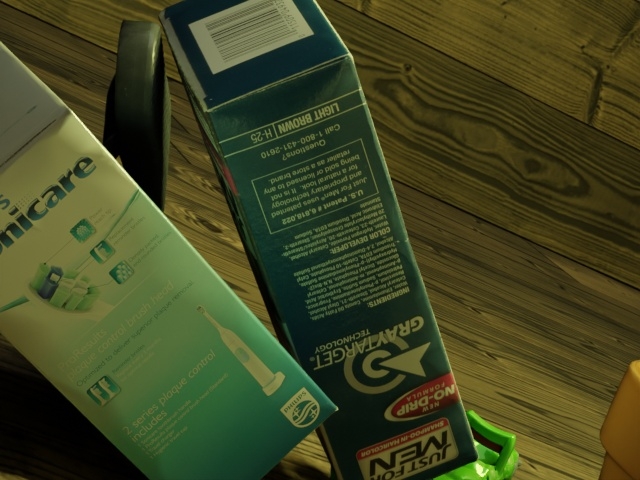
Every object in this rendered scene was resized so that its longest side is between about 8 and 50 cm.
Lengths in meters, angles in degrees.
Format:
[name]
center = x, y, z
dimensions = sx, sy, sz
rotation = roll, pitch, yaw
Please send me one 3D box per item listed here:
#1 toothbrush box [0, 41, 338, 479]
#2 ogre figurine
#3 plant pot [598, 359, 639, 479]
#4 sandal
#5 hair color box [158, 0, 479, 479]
[toothbrush box]
center = -0.153, 0.018, 1.231
dimensions = 0.295, 0.126, 0.216
rotation = 52, -6, -35
[ogre figurine]
center = 0.087, 0.174, 1.490
dimensions = 0.118, 0.097, 0.197
rotation = 18, -5, 16
[plant pot]
center = 0.307, 0.244, 1.381
dimensions = 0.291, 0.203, 0.291
rotation = 27, 8, -4
[sandal]
center = -0.139, -0.084, 1.361
dimensions = 0.054, 0.097, 0.254
rotation = 3, -25, -1
[hair color box]
center = 0.000, 0.000, 1.339
dimensions = 0.174, 0.105, 0.347
rotation = -117, -174, -58
